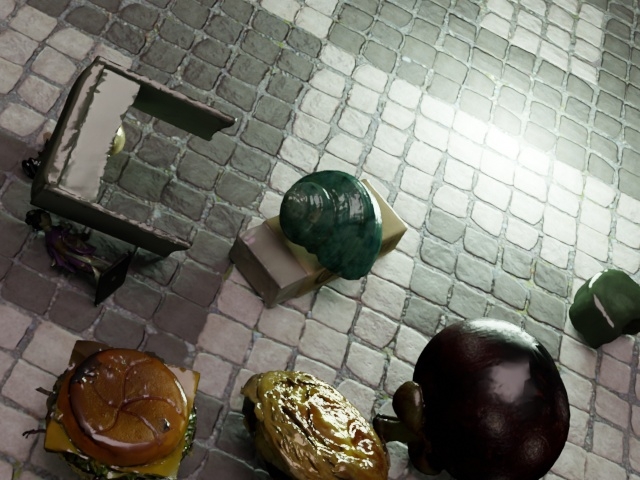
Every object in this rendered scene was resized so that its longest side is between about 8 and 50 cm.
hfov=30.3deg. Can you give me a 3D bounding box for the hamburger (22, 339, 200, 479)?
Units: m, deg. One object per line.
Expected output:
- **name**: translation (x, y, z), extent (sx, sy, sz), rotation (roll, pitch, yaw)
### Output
- **hamburger**: translation (-0.308, 0.271, 1.779), extent (0.262, 0.138, 0.243), rotation (23, 45, -10)

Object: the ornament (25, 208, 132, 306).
- **ornament**: translation (-0.417, 0.007, 1.979), extent (0.203, 0.081, 0.088), rotation (40, 44, 9)

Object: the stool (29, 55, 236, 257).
- **stool**: translation (-0.322, -0.136, 2.006), extent (0.270, 0.170, 0.243), rotation (24, 75, -18)

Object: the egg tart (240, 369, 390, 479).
- **egg tart**: translation (-0.020, 0.323, 1.901), extent (0.297, 0.132, 0.297), rotation (29, 23, -14)

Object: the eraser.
- **eraser**: translation (0.000, 0.000, 2.209), extent (0.343, 0.078, 0.144), rotation (-25, 67, -39)

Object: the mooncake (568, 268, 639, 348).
- **mooncake**: translation (0.590, 0.146, 2.384), extent (0.175, 0.104, 0.168), rotation (15, 45, -19)

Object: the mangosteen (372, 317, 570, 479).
- **mangosteen**: translation (0.270, 0.275, 1.986), extent (0.293, 0.297, 0.297), rotation (7, 51, -26)

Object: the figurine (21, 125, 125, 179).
- **figurine**: translation (-0.444, -0.176, 2.109), extent (0.196, 0.114, 0.108), rotation (-31, 95, -30)

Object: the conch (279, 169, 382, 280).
- **conch**: translation (0.014, -0.040, 2.102), extent (0.202, 0.134, 0.196), rotation (7, 50, -23)
